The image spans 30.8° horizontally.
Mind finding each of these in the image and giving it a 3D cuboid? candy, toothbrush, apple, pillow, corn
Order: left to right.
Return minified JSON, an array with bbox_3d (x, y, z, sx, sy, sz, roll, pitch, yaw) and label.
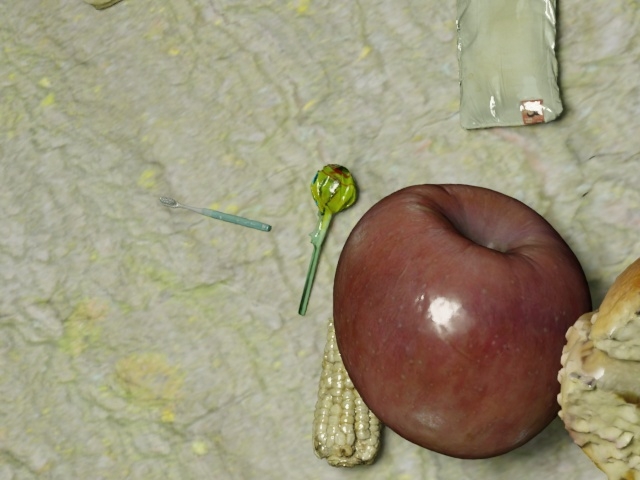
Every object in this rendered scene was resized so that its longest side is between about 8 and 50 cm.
[{"bbox_3d":[-0.140,-0.035,1.517,0.167,0.014,0.011,15,76,22],"label":"toothbrush"},{"bbox_3d":[0.000,0.000,1.444,0.058,0.062,0.194,16,95,19],"label":"candy"},{"bbox_3d":[0.034,0.163,1.379,0.087,0.087,0.211,-2,77,20],"label":"corn"},{"bbox_3d":[0.148,0.083,1.250,0.305,0.305,0.235,31,121,23],"label":"apple"},{"bbox_3d":[0.225,-0.244,1.402,0.128,0.051,0.229,-6,76,27],"label":"pillow"}]

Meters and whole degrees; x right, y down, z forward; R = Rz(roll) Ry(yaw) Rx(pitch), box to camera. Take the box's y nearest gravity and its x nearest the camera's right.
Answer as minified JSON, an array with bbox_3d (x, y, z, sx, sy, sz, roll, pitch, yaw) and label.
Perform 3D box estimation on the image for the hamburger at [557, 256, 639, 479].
[{"bbox_3d":[0.443,0.120,1.118,0.445,0.268,0.287,21,47,-5],"label":"hamburger"}]

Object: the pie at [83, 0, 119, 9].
[{"bbox_3d":[-0.311,-0.442,1.641,0.185,0.052,0.218,-43,71,2],"label":"pie"}]
